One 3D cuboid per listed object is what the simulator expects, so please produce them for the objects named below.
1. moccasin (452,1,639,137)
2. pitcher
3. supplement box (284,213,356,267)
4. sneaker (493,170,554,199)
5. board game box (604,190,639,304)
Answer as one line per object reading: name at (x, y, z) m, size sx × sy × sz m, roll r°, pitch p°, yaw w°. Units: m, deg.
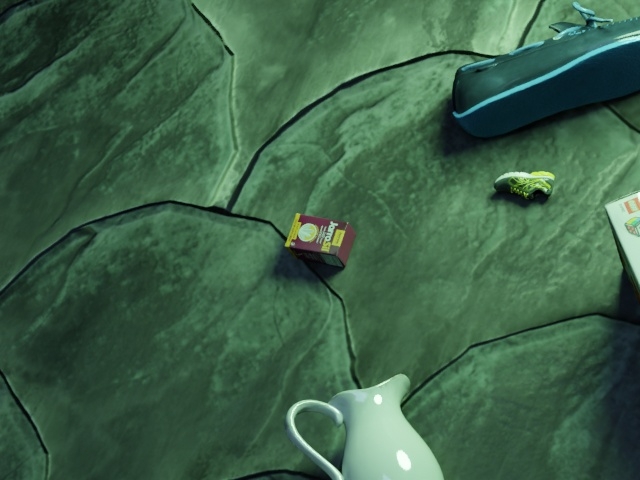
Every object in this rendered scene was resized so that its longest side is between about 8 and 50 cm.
moccasin at (0.335, -0.255, 1.817) m, size 0.342 × 0.137 × 0.116 m, roll -16°, pitch 57°, yaw 12°
pitcher at (0.057, 0.281, 1.661) m, size 0.178 × 0.125 × 0.207 m, roll -8°, pitch 56°, yaw -14°
supplement box at (0.000, 0.000, 1.873) m, size 0.083 × 0.043 × 0.055 m, roll 10°, pitch 69°, yaw 23°
sneaker at (0.277, -0.073, 1.812) m, size 0.083 × 0.031 × 0.035 m, roll -6°, pitch 65°, yaw 18°
board game box at (0.425, 0.113, 1.577) m, size 0.053 × 0.193 × 0.305 m, roll -22°, pitch 60°, yaw 9°
